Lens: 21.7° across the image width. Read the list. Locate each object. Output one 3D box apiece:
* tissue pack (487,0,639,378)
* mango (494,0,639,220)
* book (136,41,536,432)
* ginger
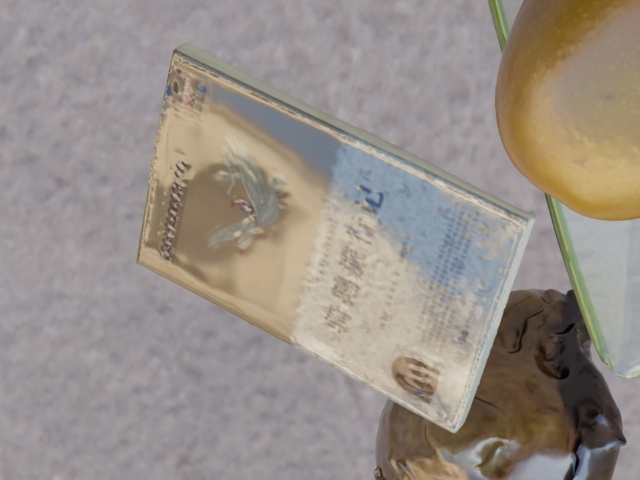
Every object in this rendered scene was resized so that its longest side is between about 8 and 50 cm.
[{"bbox_3d":[0.181,-0.090,0.739,0.167,0.274,0.200,-14,103,19],"label":"tissue pack"},{"bbox_3d":[0.135,-0.082,0.555,0.184,0.085,0.102,-46,67,24],"label":"mango"},{"bbox_3d":[0.000,0.000,1.303,0.310,0.021,0.217,27,128,17],"label":"book"},{"bbox_3d":[0.155,0.172,1.544,0.223,0.269,0.200,-4,131,-5],"label":"ginger"}]
